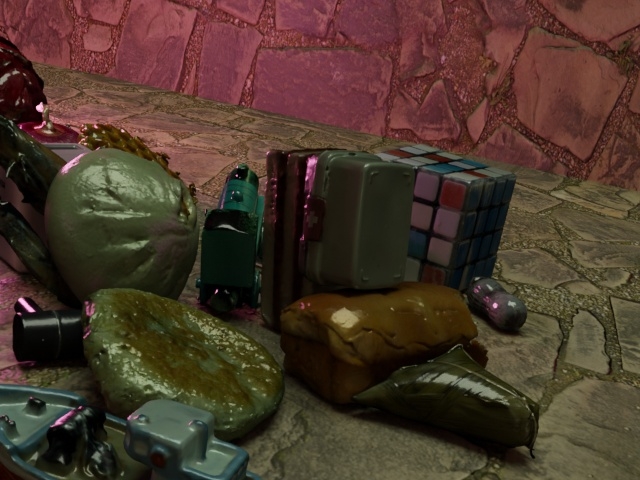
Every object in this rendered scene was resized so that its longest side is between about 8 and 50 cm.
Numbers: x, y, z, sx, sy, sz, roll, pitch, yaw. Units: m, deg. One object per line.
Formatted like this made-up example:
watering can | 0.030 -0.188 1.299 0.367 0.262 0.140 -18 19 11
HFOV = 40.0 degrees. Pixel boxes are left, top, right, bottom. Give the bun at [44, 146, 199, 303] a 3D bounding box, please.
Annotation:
bun | -0.287 -0.019 1.396 0.187 0.293 0.293 -20 3 26

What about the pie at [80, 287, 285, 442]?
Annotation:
pie | -0.188 0.166 1.206 0.323 0.071 0.323 24 17 -8

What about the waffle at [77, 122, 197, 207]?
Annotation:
waffle | -0.418 -0.167 2.034 0.325 0.068 0.302 43 13 -1

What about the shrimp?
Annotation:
shrimp | -0.454 -0.054 1.401 0.085 0.445 0.272 -29 27 21

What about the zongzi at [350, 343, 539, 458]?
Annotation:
zongzi | 0.179 0.234 1.209 0.204 0.094 0.205 -6 23 -33

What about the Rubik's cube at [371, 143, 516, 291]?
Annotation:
Rubik's cube | 0.239 -0.048 1.896 0.253 0.259 0.256 22 20 30

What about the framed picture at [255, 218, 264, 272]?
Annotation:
framed picture | -0.029 0.003 1.799 0.296 0.019 0.232 19 47 29

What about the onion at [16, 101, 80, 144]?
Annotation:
onion | -0.634 -0.179 1.992 0.207 0.200 0.200 41 15 -8

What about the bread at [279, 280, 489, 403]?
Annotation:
bread | 0.106 0.142 1.367 0.344 0.149 0.195 -4 21 -40

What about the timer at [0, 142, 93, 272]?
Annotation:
timer | -0.499 -0.066 1.630 0.192 0.195 0.194 -5 21 -41

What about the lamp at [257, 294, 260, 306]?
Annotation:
lamp | -0.150 0.065 1.656 0.050 0.056 0.198 3 21 -31

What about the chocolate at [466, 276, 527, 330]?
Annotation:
chocolate | 0.342 0.121 1.715 0.072 0.072 0.167 2 19 -25

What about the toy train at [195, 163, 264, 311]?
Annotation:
toy train | -0.151 -0.012 1.574 0.120 0.194 0.298 5 33 -2

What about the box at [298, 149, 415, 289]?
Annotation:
box | 0.056 -0.030 1.337 0.148 0.210 0.129 -3 11 -44

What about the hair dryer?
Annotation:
hair dryer | -0.410 0.121 1.311 0.124 0.072 0.219 0 10 -35

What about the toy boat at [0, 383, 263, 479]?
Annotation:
toy boat | -0.228 0.222 0.939 0.331 0.133 0.145 14 18 15

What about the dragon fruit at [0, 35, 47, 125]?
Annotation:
dragon fruit | -0.858 -0.365 2.231 0.329 0.329 0.329 9 16 -3

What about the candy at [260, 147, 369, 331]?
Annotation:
candy | 0.000 0.000 1.492 0.135 0.321 0.179 18 22 41
